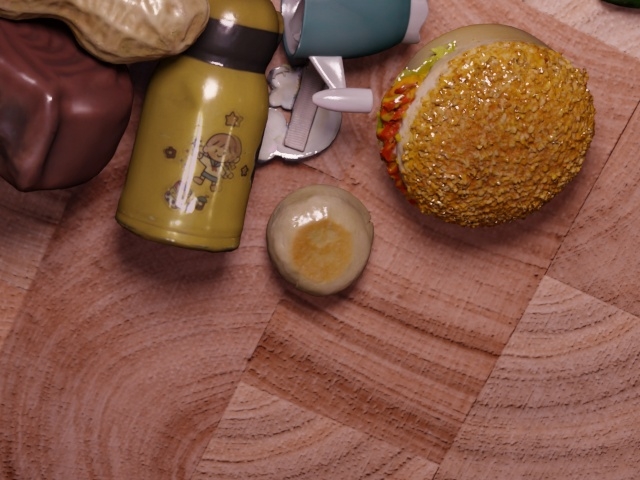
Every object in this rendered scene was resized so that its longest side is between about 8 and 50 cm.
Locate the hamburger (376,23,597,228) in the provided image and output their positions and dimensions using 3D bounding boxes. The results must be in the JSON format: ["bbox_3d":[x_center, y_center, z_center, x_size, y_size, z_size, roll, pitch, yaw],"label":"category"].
[{"bbox_3d":[0.221,-0.146,1.945,0.294,0.179,0.276,-12,127,-1],"label":"hamburger"}]

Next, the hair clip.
[{"bbox_3d":[-0.026,-0.178,2.005,0.116,0.049,0.172,16,108,-5],"label":"hair clip"}]

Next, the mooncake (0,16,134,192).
[{"bbox_3d":[-0.413,-0.202,1.828,0.326,0.333,0.174,39,116,25],"label":"mooncake"}]

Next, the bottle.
[{"bbox_3d":[-0.149,-0.170,1.931,0.171,0.171,0.351,14,100,-9],"label":"bottle"}]

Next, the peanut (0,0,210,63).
[{"bbox_3d":[-0.285,-0.298,1.789,0.298,0.120,0.136,18,86,-11],"label":"peanut"}]

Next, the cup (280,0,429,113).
[{"bbox_3d":[0.045,-0.313,1.914,0.173,0.167,0.300,-1,82,-13],"label":"cup"}]

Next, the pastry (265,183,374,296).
[{"bbox_3d":[0.000,0.000,2.040,0.156,0.092,0.156,-4,109,-12],"label":"pastry"}]

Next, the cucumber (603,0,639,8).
[{"bbox_3d":[0.484,-0.346,1.985,0.227,0.069,0.069,-1,107,-7],"label":"cucumber"}]
